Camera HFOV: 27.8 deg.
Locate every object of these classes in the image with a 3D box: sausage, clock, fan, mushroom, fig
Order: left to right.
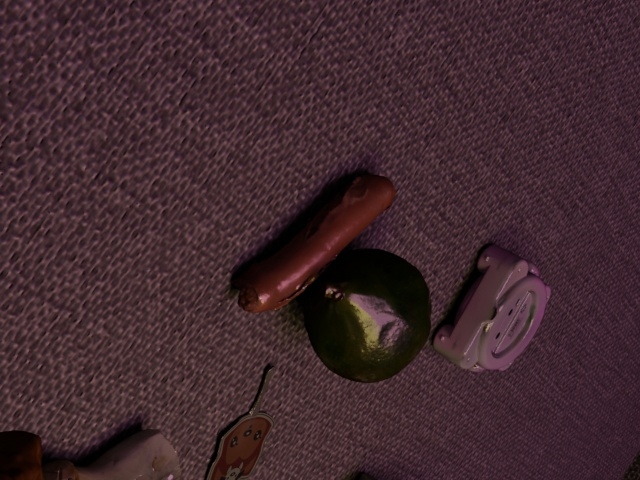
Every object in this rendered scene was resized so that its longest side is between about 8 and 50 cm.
[{"bbox_3d":[-0.281,0.309,1.665,0.223,0.081,0.092,-8,141,-49],"label":"mushroom"},{"bbox_3d":[-0.108,0.283,1.946,0.132,0.009,0.220,-8,124,-54],"label":"fan"},{"bbox_3d":[0.000,-0.001,1.799,0.304,0.078,0.078,-42,144,-24],"label":"sausage"},{"bbox_3d":[0.062,0.102,1.845,0.195,0.195,0.245,-56,164,-5],"label":"fig"},{"bbox_3d":[0.323,0.136,2.348,0.227,0.090,0.248,-60,150,3],"label":"clock"}]

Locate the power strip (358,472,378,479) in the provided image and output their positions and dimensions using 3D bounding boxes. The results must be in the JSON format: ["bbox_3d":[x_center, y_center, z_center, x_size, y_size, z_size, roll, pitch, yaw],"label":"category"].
[{"bbox_3d":[0.166,0.503,2.345,0.265,0.193,0.059,35,89,-22],"label":"power strip"}]

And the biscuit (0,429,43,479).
[{"bbox_3d":[-0.424,0.377,1.205,0.166,0.343,0.395,-108,-164,-79],"label":"biscuit"}]
